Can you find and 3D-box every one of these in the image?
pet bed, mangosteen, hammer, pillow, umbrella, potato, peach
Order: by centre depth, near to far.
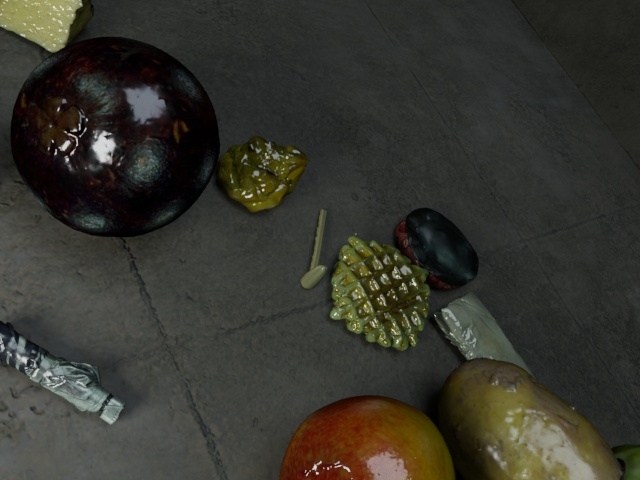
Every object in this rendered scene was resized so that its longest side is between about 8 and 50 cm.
[{"bbox_3d":[-0.318,0.156,0.738,0.188,0.046,0.050,36,86,-10],"label":"umbrella"},{"bbox_3d":[0.060,0.317,0.796,0.231,0.231,0.231,21,48,-24],"label":"peach"},{"bbox_3d":[-0.272,-0.140,0.854,0.288,0.288,0.288,21,48,-24],"label":"mangosteen"},{"bbox_3d":[0.310,0.315,1.000,0.266,0.229,0.229,48,42,9],"label":"potato"},{"bbox_3d":[0.000,0.000,1.108,0.028,0.060,0.195,28,41,-18],"label":"hammer"},{"bbox_3d":[0.324,0.212,1.196,0.148,0.050,0.229,-23,77,-41],"label":"pillow"},{"bbox_3d":[0.242,0.017,1.281,0.201,0.053,0.201,22,47,-25],"label":"pet bed"}]

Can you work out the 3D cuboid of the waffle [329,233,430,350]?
[{"bbox_3d":[0.112,0.095,1.117,0.208,0.054,0.214,29,50,-21],"label":"waffle"}]

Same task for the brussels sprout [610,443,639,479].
[{"bbox_3d":[0.556,0.487,1.016,0.344,0.344,0.268,20,14,-25],"label":"brussels sprout"}]

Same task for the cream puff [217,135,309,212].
[{"bbox_3d":[-0.099,-0.126,1.082,0.146,0.116,0.146,23,48,-27],"label":"cream puff"}]

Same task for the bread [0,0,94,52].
[{"bbox_3d":[-0.510,-0.419,0.991,0.266,0.141,0.178,29,4,-15],"label":"bread"}]
